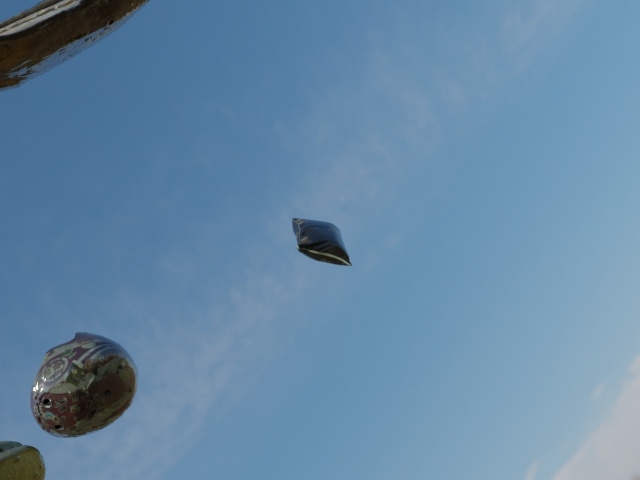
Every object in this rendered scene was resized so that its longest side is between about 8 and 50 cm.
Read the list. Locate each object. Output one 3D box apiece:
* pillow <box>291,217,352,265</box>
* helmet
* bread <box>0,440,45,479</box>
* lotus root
[{"bbox_3d":[0.000,-0.001,1.399,0.091,0.150,0.048,3,-71,-7],"label":"pillow"},{"bbox_3d":[-0.354,0.228,1.340,0.177,0.107,0.153,-48,-53,-52],"label":"helmet"},{"bbox_3d":[-0.493,0.347,1.116,0.257,0.186,0.124,-25,-76,-45],"label":"bread"},{"bbox_3d":[-0.322,-0.270,1.088,0.329,0.167,0.078,-38,-58,-33],"label":"lotus root"}]
